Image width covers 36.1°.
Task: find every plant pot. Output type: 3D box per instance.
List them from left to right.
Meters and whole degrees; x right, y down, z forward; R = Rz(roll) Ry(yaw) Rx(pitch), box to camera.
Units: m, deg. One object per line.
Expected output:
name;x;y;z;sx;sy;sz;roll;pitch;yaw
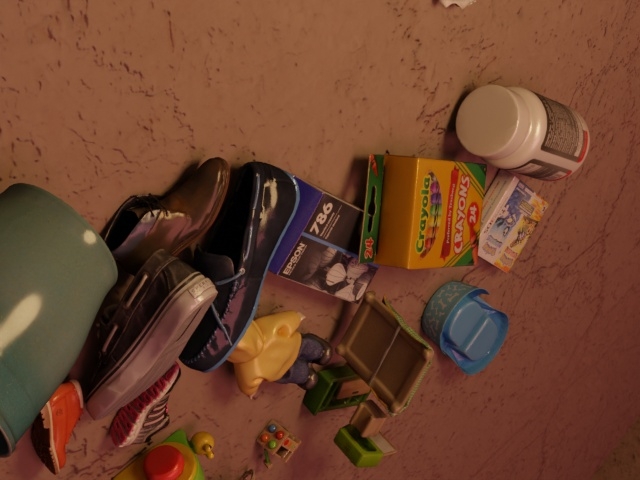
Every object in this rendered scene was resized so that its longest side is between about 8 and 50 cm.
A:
plant pot;-0.394;0.075;1.186;0.255;0.271;0.272;-52;145;-31

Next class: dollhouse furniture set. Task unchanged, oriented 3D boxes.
dollhouse furniture set;0.129;0.259;1.895;0.151;0.197;0.301;-1;126;-46

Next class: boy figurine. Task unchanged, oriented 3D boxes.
boy figurine;-0.097;0.198;1.724;0.285;0.092;0.177;24;98;-52

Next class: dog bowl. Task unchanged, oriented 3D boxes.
dog bowl;0.322;0.191;2.199;0.166;0.074;0.297;-54;142;-5

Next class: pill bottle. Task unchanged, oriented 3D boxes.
pill bottle;0.395;-0.212;1.920;0.283;0.161;0.161;8;109;-50

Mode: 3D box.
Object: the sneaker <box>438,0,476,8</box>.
sneaker;0.258;-0.437;1.704;0.152;0.054;0.061;-11;133;-37

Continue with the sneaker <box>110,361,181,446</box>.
sneaker;-0.272;0.266;1.603;0.075;0.063;0.170;22;103;-52

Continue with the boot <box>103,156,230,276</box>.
boot;-0.222;-0.041;1.422;0.219;0.082;0.106;-55;145;1

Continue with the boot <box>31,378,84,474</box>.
boot;-0.391;0.283;1.487;0.084;0.059;0.158;-26;132;-41

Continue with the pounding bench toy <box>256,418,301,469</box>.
pounding bench toy;-0.091;0.401;1.905;0.083;0.052;0.065;-52;142;-6

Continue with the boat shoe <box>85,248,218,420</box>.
boat shoe;-0.271;0.137;1.456;0.335;0.119;0.121;-50;168;31

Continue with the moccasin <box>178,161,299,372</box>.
moccasin;-0.157;0.033;1.532;0.117;0.137;0.342;28;79;-49

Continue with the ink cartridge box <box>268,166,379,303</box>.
ink cartridge box;0.000;0.000;1.715;0.332;0.065;0.165;22;99;-51

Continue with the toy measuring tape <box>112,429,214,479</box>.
toy measuring tape;-0.302;0.442;1.651;0.330;0.121;0.121;-38;139;-24

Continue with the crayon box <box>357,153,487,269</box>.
crayon box;0.194;-0.051;1.808;0.318;0.081;0.202;-3;99;-53

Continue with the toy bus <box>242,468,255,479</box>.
toy bus;-0.201;0.523;1.823;0.104;0.202;0.191;34;97;-23

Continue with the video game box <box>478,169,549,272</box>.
video game box;0.402;-0.039;2.146;0.205;0.048;0.187;26;98;-52
